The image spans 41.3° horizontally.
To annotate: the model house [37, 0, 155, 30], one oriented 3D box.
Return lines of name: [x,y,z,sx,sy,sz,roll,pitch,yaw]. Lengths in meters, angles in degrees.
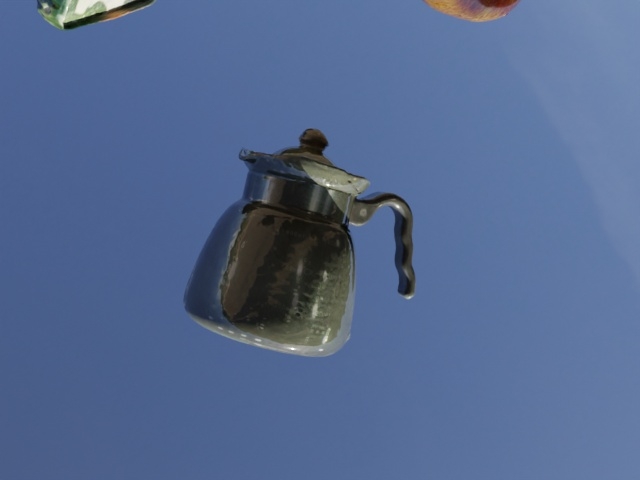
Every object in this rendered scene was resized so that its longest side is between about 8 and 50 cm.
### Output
model house: [-0.361,-0.455,1.171,0.300,0.190,0.271,35,-148,3]

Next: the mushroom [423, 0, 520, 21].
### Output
mushroom: [0.146,-0.331,0.874,0.231,0.138,0.194,25,-120,-59]

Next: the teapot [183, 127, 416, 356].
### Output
teapot: [-0.005,0.000,1.121,0.305,0.223,0.285,14,-87,1]
